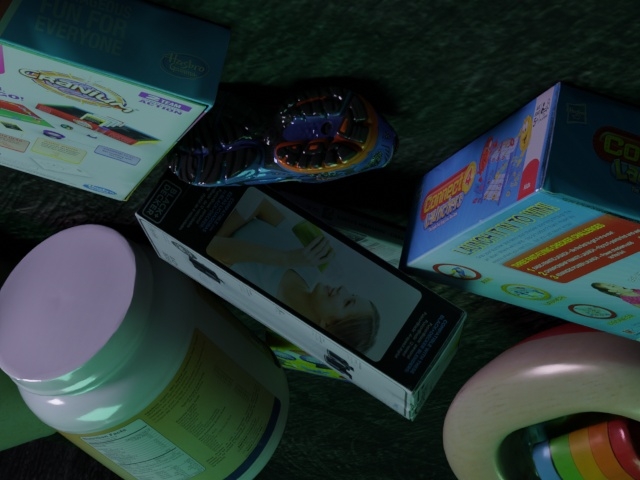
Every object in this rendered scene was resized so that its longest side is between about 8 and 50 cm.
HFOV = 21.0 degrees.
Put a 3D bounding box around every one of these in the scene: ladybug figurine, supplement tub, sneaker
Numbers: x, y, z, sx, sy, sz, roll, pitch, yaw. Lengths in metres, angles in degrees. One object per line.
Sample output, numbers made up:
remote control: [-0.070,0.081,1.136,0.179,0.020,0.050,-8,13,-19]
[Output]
ladybug figurine: [0.314,0.193,1.788,0.305,0.162,0.449,47,143,-19]
supplement tub: [-0.201,0.142,1.939,0.228,0.228,0.316,2,150,34]
sneaker: [-0.033,-0.074,1.377,0.221,0.083,0.087,5,171,37]

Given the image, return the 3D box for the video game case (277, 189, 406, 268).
video game case: [0.000,0.000,1.714,0.173,0.022,0.190,18,165,-20]

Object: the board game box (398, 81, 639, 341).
board game box: [0.256,-0.003,1.381,0.302,0.086,0.308,17,164,-14]

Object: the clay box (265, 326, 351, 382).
clay box: [-0.001,0.117,2.065,0.127,0.053,0.222,12,165,2]

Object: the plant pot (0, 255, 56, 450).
plant pot: [-0.470,0.147,2.030,0.305,0.333,0.334,-7,175,-29]

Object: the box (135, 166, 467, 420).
box: [-0.014,0.038,1.536,0.290,0.087,0.169,33,170,11]

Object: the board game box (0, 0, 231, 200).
board game box: [-0.228,-0.126,1.363,0.242,0.064,0.316,17,164,-15]
